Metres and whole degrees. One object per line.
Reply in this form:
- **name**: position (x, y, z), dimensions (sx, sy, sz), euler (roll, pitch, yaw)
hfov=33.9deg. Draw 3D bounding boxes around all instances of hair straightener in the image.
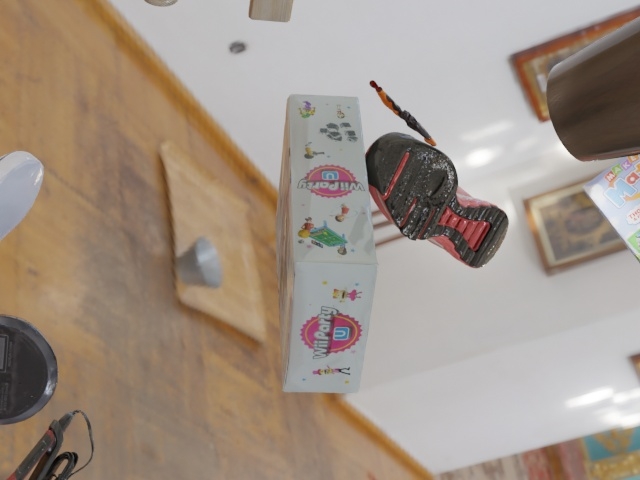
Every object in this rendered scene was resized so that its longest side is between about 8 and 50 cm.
- **hair straightener**: position (-0.364, 0.318, 1.350), dimensions (0.089, 0.047, 0.230), euler (52, 50, -28)

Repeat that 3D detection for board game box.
- **board game box**: position (0.000, 0.000, 1.278), dimensions (0.303, 0.098, 0.224), euler (-93, -173, -46)
- **board game box**: position (0.519, -0.049, 1.583), dimensions (0.039, 0.160, 0.211), euler (36, 20, -51)

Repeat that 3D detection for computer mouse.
- **computer mouse**: position (-0.411, 0.122, 1.154), dimensions (0.072, 0.272, 0.188), euler (-21, 122, -84)

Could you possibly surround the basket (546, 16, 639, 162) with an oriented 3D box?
- **basket**: position (0.393, -0.179, 1.217), dimensions (0.204, 0.227, 0.154), euler (52, 46, -21)

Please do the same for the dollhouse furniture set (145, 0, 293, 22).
- **dollhouse furniture set**: position (-0.145, -0.321, 1.047), dimensions (0.212, 0.242, 0.161), euler (104, -14, -51)

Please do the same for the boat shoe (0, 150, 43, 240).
- **boat shoe**: position (-0.425, -0.014, 1.201), dimensions (0.084, 0.258, 0.095), euler (43, 3, 18)

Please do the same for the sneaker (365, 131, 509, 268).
- **sneaker**: position (0.128, -0.056, 1.426), dimensions (0.136, 0.116, 0.314), euler (30, -3, 42)

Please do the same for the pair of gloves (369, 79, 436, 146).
- **pair of gloves**: position (0.089, -0.136, 1.138), dimensions (0.083, 0.010, 0.074), euler (46, 4, 32)
